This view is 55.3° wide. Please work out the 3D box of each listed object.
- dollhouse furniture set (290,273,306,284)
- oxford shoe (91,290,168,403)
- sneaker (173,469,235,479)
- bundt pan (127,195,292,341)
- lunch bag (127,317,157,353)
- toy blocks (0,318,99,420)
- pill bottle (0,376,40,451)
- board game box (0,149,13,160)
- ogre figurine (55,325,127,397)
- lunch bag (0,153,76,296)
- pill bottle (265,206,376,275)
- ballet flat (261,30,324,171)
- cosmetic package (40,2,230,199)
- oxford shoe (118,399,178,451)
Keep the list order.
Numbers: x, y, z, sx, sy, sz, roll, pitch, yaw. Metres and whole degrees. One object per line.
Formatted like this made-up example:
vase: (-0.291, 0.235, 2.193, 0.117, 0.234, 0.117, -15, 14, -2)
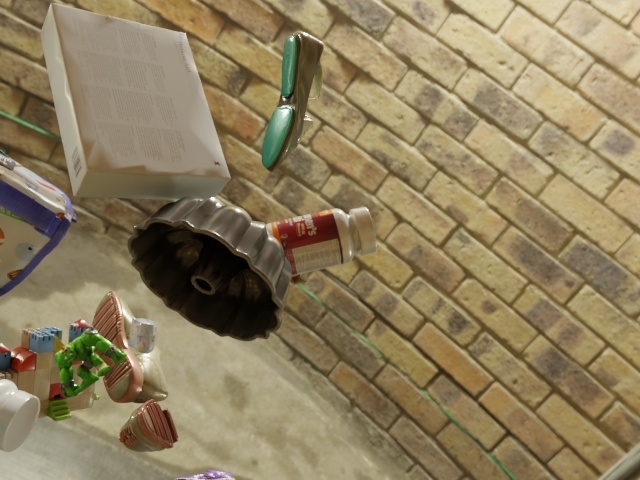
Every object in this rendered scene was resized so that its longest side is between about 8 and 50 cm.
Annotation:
dollhouse furniture set: (-0.144, 0.054, 1.741, 0.182, 0.160, 0.101, 48, 34, -54)
oxford shoe: (-0.530, 0.299, 1.687, 0.146, 0.140, 0.397, 27, 22, -43)
sneaker: (-0.319, 0.662, 1.666, 0.169, 0.068, 0.071, 7, 13, -19)
bundt pan: (-0.196, 0.044, 1.178, 0.330, 0.331, 0.124, 34, 52, -4)
lunch bag: (-0.409, 0.221, 1.416, 0.053, 0.071, 0.083, 9, -2, -34)
toy blocks: (-0.804, 0.370, 1.768, 0.190, 0.261, 0.381, 10, 5, 38)
pill bottle: (-0.838, 0.392, 1.463, 0.283, 0.161, 0.161, 19, 19, 5)
board game box: (-0.832, -0.211, 1.440, 0.259, 0.030, 0.136, 6, -34, 36)
ogre figurine: (-0.579, 0.295, 1.499, 0.118, 0.197, 0.097, 55, 35, 3)
lunch bag: (-0.665, -0.065, 1.122, 0.327, 0.385, 0.239, 36, 57, -29)
pill bottle: (0.000, 0.000, 1.297, 0.221, 0.121, 0.121, -13, 32, -4)
ballet flat: (-0.034, -0.205, 0.928, 0.068, 0.213, 0.072, 8, 8, -34)
cosmetic package: (-0.362, -0.262, 1.195, 0.284, 0.097, 0.377, -2, 64, -39)
oxford shoe: (-0.443, 0.487, 1.532, 0.348, 0.130, 0.123, 100, -32, -67)
